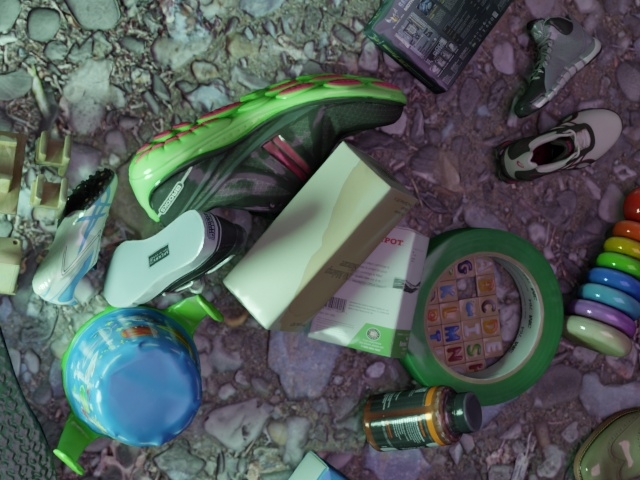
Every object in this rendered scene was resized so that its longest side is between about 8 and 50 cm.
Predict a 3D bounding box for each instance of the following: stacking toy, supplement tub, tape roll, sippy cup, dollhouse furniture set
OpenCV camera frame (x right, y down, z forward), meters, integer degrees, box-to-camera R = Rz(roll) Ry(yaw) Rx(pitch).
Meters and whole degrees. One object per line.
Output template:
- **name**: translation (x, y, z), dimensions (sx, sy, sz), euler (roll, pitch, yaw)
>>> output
- **stacking toy**: translation (0.569, 0.045, 2.063), dimensions (0.141, 0.141, 0.330), euler (26, 79, -16)
- **supplement tub**: translation (0.179, 0.310, 1.908), dimensions (0.106, 0.197, 0.106), euler (26, 58, -51)
- **tape roll**: translation (0.284, 0.137, 1.991), dimensions (0.321, 0.077, 0.322), euler (-1, 94, -17)
- **sippy cup**: translation (-0.290, 0.228, 1.752), dimensions (0.240, 0.224, 0.306), euler (8, 91, -17)
- **dollhouse furniture set**: translation (-0.520, -0.055, 1.738), dimensions (0.212, 0.161, 0.242), euler (8, 68, -17)

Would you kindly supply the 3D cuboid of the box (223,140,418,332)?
- **box**: translation (0.000, 0.000, 1.806), dimensions (0.121, 0.148, 0.311), euler (45, 103, 21)

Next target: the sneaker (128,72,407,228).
- **sneaker**: translation (-0.078, -0.147, 1.842), dimensions (0.482, 0.185, 0.202), euler (-22, 110, -7)

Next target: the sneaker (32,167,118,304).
- **sneaker**: translation (-0.390, -0.006, 1.793), dimensions (0.086, 0.085, 0.237), euler (32, 79, -42)

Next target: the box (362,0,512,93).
- **box**: translation (0.215, -0.409, 1.961), dimensions (0.183, 0.059, 0.233), euler (37, 83, -15)

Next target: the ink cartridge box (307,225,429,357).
- **ink cartridge box**: translation (0.085, 0.079, 1.889), dimensions (0.160, 0.092, 0.220), euler (12, 89, 25)

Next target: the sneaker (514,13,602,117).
- **sneaker**: translation (0.407, -0.336, 2.019), dimensions (0.228, 0.086, 0.132), euler (-44, 99, -21)

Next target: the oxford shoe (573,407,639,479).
- **oxford shoe**: translation (0.647, 0.380, 2.093), dimensions (0.348, 0.130, 0.123), euler (-26, 100, -14)

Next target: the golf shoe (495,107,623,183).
- **golf shoe**: translation (0.460, -0.171, 2.017), dimensions (0.272, 0.120, 0.105), euler (-23, 97, -16)

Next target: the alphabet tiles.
- **alphabet tiles**: translation (0.241, 0.152, 2.023), dimensions (0.198, 0.009, 0.237), euler (-8, 95, -17)

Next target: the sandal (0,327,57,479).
- **sandal**: translation (-0.530, 0.300, 1.758), dimensions (0.167, 0.107, 0.446), euler (-13, 84, -15)

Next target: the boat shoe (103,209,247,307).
- **boat shoe**: translation (-0.235, 0.033, 1.748), dimensions (0.104, 0.306, 0.113), euler (10, 59, -41)

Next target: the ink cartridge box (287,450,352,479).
- **ink cartridge box**: translation (0.047, 0.556, 1.919), dimensions (0.307, 0.129, 0.223), euler (39, 81, -15)
